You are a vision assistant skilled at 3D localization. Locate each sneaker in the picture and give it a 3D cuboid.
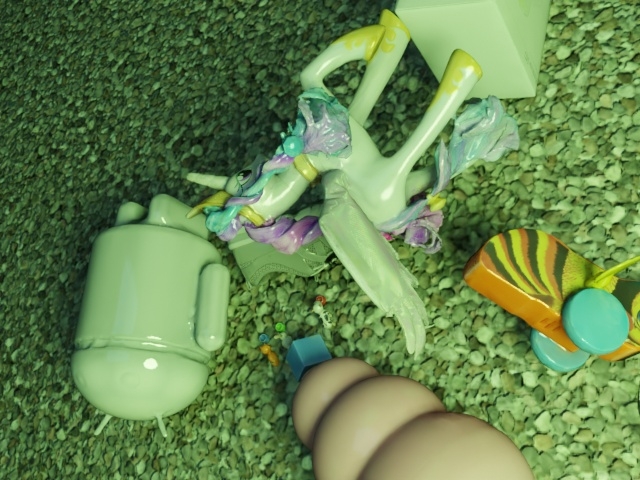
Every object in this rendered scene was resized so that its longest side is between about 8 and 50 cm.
[{"bbox_3d":[0.000,0.000,1.067,0.281,0.105,0.115,-12,98,21],"label":"sneaker"}]

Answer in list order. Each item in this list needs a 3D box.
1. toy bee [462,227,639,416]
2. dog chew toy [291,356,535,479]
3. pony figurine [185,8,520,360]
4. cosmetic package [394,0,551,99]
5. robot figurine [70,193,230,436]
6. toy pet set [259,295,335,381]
[{"bbox_3d":[0.312,0.083,0.817,0.162,0.298,0.195,-44,13,-27],"label":"toy bee"},{"bbox_3d":[0.086,0.253,0.836,0.207,0.206,0.331,-53,46,0],"label":"dog chew toy"},{"bbox_3d":[0.059,-0.062,0.866,0.363,0.303,0.351,-45,82,-1],"label":"pony figurine"},{"bbox_3d":[0.223,-0.346,0.987,0.138,0.224,0.225,6,73,32],"label":"cosmetic package"},{"bbox_3d":[-0.256,0.112,1.080,0.299,0.199,0.354,-11,64,35],"label":"robot figurine"},{"bbox_3d":[-0.036,0.144,1.024,0.122,0.065,0.114,-36,56,12],"label":"toy pet set"}]
